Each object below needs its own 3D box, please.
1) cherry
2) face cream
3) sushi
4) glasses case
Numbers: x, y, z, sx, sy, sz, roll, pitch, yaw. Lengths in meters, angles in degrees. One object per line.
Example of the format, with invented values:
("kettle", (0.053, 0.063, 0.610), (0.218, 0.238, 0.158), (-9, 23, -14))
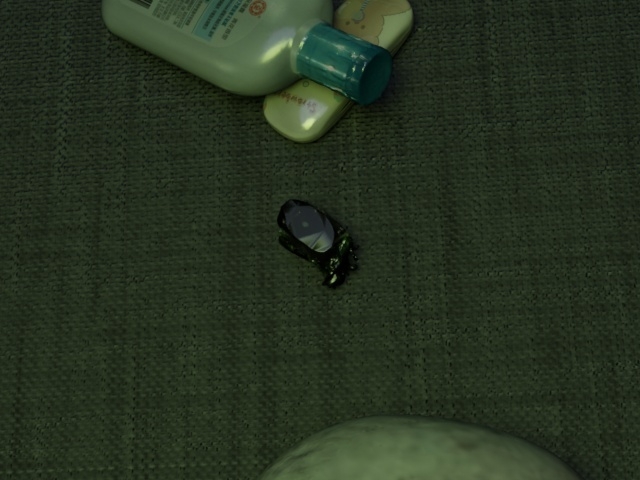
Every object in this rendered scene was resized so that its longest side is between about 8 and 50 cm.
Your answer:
("cherry", (0.086, 0.290, 0.974), (0.326, 0.291, 0.335), (38, 60, 26))
("face cream", (-0.074, -0.233, 1.217), (0.337, 0.080, 0.163), (28, 78, 27))
("sushi", (0.000, 0.000, 1.167), (0.056, 0.083, 0.084), (-41, 72, -9))
("glasses case", (0.020, -0.192, 1.244), (0.081, 0.051, 0.204), (35, 79, 17))
